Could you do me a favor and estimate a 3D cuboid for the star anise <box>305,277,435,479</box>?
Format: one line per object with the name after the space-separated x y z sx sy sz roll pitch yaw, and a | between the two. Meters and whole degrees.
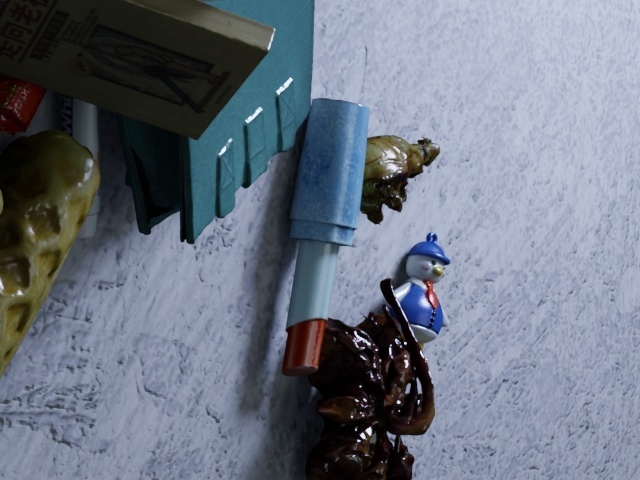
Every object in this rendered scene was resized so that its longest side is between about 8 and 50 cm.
0.048 0.177 1.988 0.190 0.126 0.220 -36 129 -41 | star anise

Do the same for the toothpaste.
-0.202 -0.109 1.632 0.033 0.052 0.218 -15 113 -41 | toothpaste

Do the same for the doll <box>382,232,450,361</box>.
0.107 0.059 2.104 0.099 0.057 0.143 25 71 -39 | doll

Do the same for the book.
-0.168 -0.153 1.478 0.231 0.161 0.026 18 61 -18 | book

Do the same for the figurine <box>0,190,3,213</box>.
-0.307 -0.085 1.467 0.083 0.083 0.187 -52 127 -35 | figurine

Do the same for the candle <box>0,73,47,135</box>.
-0.242 -0.128 1.563 0.052 0.052 0.131 50 59 -48 | candle

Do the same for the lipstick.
0.000 0.000 1.921 0.061 0.068 0.274 12 86 -52 | lipstick

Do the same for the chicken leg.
0.075 -0.070 2.025 0.178 0.070 0.093 -30 122 -60 | chicken leg

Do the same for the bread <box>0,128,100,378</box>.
-0.257 0.028 1.535 0.098 0.087 0.269 109 7 -67 | bread

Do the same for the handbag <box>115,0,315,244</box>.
-0.096 -0.172 1.694 0.269 0.100 0.274 -53 150 -47 | handbag
